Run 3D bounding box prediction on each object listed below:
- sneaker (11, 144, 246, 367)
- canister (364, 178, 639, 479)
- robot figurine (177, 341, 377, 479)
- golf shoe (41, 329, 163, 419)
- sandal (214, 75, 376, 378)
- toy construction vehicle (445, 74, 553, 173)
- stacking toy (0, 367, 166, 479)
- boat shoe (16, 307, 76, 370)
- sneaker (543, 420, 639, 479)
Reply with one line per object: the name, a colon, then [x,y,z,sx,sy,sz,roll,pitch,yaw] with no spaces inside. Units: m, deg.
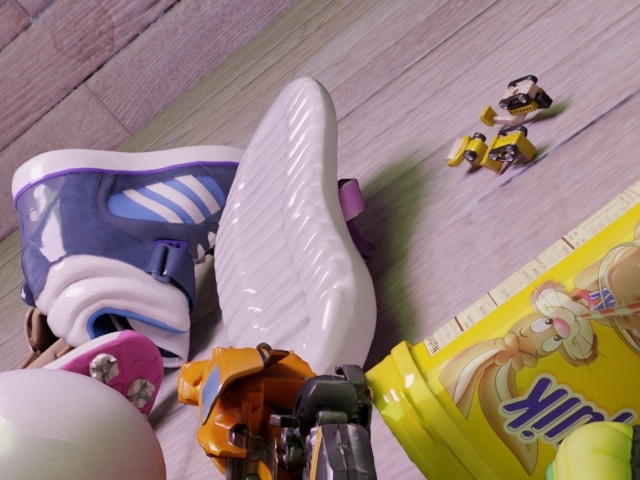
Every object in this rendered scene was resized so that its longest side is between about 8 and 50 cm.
sneaker: [-0.149,0.028,1.140,0.323,0.236,0.130,-1,-32,-39]
canister: [0.123,0.054,0.462,0.170,0.126,0.073,-38,17,6]
robot figurine: [-0.025,0.147,0.482,0.085,0.211,0.291,2,6,-7]
golf shoe: [-0.274,0.184,0.982,0.306,0.115,0.140,-44,31,-12]
sandal: [-0.009,0.010,0.919,0.169,0.102,0.416,-50,25,26]
toy construction vehicle: [0.153,-0.088,0.912,0.098,0.035,0.086,-16,41,59]
stacking toy: [-0.258,0.178,0.598,0.480,0.350,0.350,-30,20,31]
boat shoe: [-0.252,0.095,1.190,0.122,0.110,0.341,-38,18,11]
sneaker: [0.083,0.186,0.307,0.123,0.109,0.295,-58,7,36]
